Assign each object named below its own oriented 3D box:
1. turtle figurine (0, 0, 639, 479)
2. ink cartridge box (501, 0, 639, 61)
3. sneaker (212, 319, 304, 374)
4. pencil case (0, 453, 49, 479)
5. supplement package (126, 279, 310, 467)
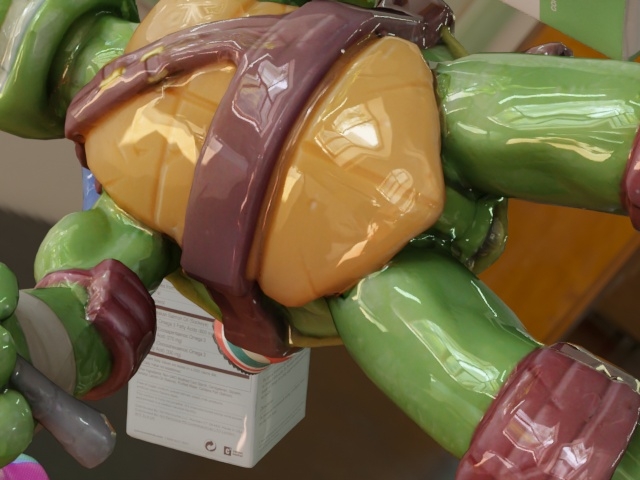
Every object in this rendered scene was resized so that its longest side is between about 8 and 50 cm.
[{"bbox_3d":[0.006,-0.026,0.365,0.266,0.275,0.198,27,52,18],"label":"turtle figurine"},{"bbox_3d":[0.106,-0.199,0.852,0.212,0.154,0.093,32,-30,30],"label":"ink cartridge box"},{"bbox_3d":[0.000,0.000,0.996,0.057,0.161,0.075,38,-31,-24],"label":"sneaker"},{"bbox_3d":[-0.214,0.090,0.717,0.236,0.104,0.104,39,9,-44],"label":"pencil case"},{"bbox_3d":[-0.070,0.055,1.298,0.105,0.179,0.105,12,20,20],"label":"supplement package"}]
